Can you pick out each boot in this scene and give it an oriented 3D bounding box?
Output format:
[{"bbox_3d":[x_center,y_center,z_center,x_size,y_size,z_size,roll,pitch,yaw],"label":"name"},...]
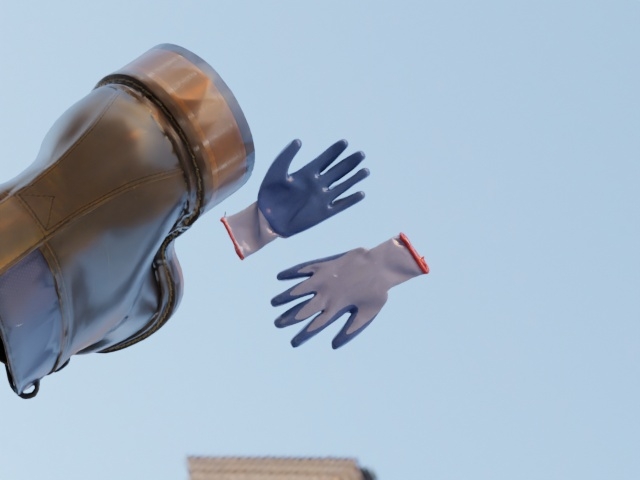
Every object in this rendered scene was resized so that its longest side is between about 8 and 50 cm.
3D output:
[{"bbox_3d":[-0.107,0.011,0.555,0.082,0.106,0.219,49,-30,7],"label":"boot"}]

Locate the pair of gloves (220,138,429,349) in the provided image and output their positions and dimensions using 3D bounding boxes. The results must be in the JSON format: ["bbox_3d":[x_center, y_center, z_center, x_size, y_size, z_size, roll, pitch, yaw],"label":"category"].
[{"bbox_3d":[0.000,0.000,1.425,0.159,0.023,0.198,-31,-100,0],"label":"pair of gloves"}]
